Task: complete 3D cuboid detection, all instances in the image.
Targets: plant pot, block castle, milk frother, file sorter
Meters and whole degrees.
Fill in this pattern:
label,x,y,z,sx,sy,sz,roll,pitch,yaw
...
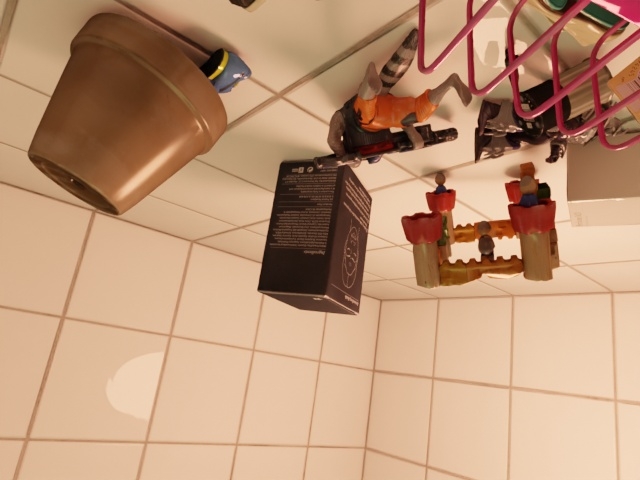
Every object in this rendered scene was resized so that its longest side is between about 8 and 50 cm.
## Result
label,x,y,z,sx,sy,sz,roll,pitch,yaw
plant pot,-0.391,-0.212,0.905,0.322,0.281,0.323,24,160,10
block castle,0.379,-0.058,1.086,0.302,0.213,0.453,-5,-169,22
milk frother,0.395,-0.276,0.788,0.134,0.129,0.143,-27,127,0
file sorter,0.271,-0.246,0.495,0.290,0.202,0.182,15,156,-17

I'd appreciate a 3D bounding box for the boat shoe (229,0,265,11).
label,x,y,z,sx,sy,sz,roll,pitch,yaw
boat shoe,-0.076,-0.395,0.624,0.079,0.084,0.233,15,165,-35

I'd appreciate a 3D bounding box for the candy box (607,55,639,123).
label,x,y,z,sx,sy,sz,roll,pitch,yaw
candy box,0.548,-0.250,0.551,0.182,0.088,0.316,10,142,-35

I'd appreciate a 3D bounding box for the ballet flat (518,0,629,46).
label,x,y,z,sx,sy,sz,roll,pitch,yaw
ballet flat,0.325,-0.339,0.638,0.248,0.086,0.086,16,162,-28

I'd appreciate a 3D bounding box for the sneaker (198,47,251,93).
label,x,y,z,sx,sy,sz,roll,pitch,yaw
sneaker,-0.226,-0.327,0.966,0.082,0.069,0.209,18,162,-42

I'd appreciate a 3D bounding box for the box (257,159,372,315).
label,x,y,z,sx,sy,sz,roll,pitch,yaw
box,0.000,0.000,1.382,0.211,0.396,0.293,1,162,23

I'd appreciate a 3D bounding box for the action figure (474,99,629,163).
label,x,y,z,sx,sy,sz,roll,pitch,yaw
action figure,0.463,-0.220,0.933,0.284,0.099,0.185,1,158,13

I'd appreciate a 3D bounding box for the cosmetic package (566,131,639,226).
label,x,y,z,sx,sy,sz,roll,pitch,yaw
cosmetic package,0.734,-0.132,0.987,0.365,0.155,0.197,-3,163,32

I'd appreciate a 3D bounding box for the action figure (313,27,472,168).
label,x,y,z,sx,sy,sz,roll,pitch,yaw
action figure,0.151,-0.264,0.937,0.341,0.179,0.330,-15,180,-22
